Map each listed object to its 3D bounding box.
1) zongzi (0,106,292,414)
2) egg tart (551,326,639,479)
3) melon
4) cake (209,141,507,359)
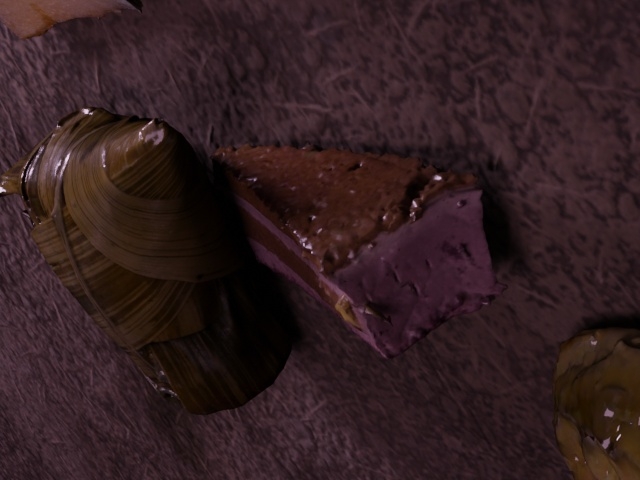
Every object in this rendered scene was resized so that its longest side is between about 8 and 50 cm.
[{"bbox_3d":[-0.103,0.018,1.161,0.286,0.134,0.288,52,156,-15],"label":"zongzi"},{"bbox_3d":[0.237,0.166,0.988,0.232,0.098,0.252,31,149,30],"label":"egg tart"},{"bbox_3d":[-0.210,-0.202,1.138,0.182,0.054,0.098,-1,131,50],"label":"melon"},{"bbox_3d":[0.000,0.000,1.070,0.295,0.113,0.116,16,137,57],"label":"cake"}]
